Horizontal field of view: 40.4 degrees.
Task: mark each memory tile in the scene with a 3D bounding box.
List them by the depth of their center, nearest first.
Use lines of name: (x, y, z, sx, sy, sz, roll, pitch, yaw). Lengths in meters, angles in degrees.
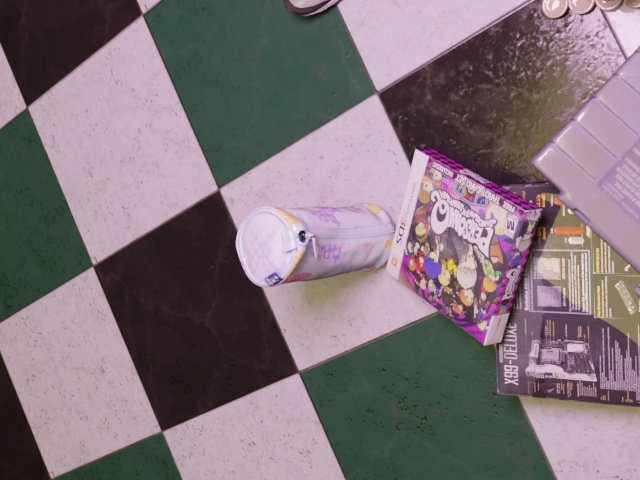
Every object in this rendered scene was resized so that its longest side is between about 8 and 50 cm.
memory tile: (0.375, -0.367, 1.184, 0.148, 0.012, 0.113, 1, 98, 31)

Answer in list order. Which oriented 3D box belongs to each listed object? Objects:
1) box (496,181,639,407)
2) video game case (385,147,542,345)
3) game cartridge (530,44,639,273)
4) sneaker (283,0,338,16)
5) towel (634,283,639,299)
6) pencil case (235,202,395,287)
box: (0.368, 0.071, 1.214, 0.242, 0.076, 0.308, -1, 96, 30)
video game case: (0.199, 0.003, 1.261, 0.232, 0.041, 0.210, 38, 125, 45)
game cartridge: (0.463, -0.056, 1.079, 0.355, 0.068, 0.230, 43, 104, 2)
sneaker: (0.025, -0.458, 1.320, 0.100, 0.108, 0.271, 51, 119, 12)
towel: (0.535, 0.180, 0.978, 0.056, 0.324, 0.312, -40, 108, -10)
pencil case: (0.000, 0.000, 1.306, 0.124, 0.273, 0.114, -33, 73, 33)
